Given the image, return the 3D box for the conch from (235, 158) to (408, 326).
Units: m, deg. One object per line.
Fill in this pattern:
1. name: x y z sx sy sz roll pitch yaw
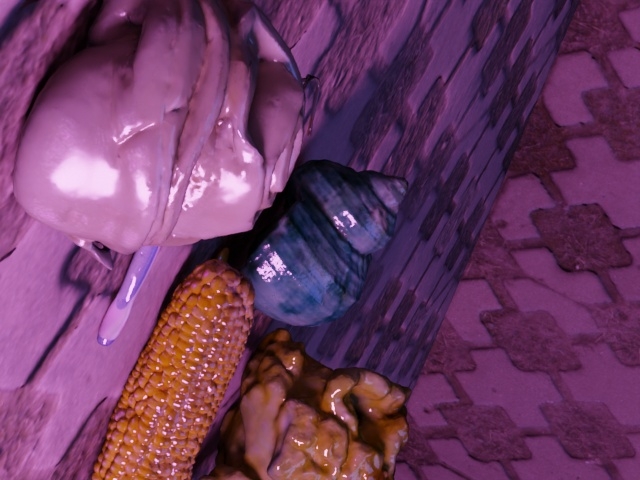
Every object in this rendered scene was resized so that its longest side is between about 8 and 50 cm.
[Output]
1. conch: 0.004 -0.001 1.448 0.202 0.134 0.196 -58 180 -5

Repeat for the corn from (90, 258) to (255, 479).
1. corn: -0.140 0.154 1.289 0.292 0.101 0.101 -66 167 11

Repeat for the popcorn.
1. popcorn: -0.019 0.254 1.681 0.293 0.237 0.293 -60 172 -15

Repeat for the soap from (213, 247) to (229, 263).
1. soap: -0.113 0.047 1.374 0.089 0.012 0.034 -65 168 11

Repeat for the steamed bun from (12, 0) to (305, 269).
1. steamed bun: -0.087 -0.071 0.917 0.211 0.144 0.218 -61 167 -5

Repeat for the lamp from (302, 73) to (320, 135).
1. lamp: -0.059 -0.109 1.046 0.041 0.121 0.054 32 74 -55

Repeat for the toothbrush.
1. toothbrush: -0.128 -0.032 1.127 0.269 0.021 0.027 -64 162 11
